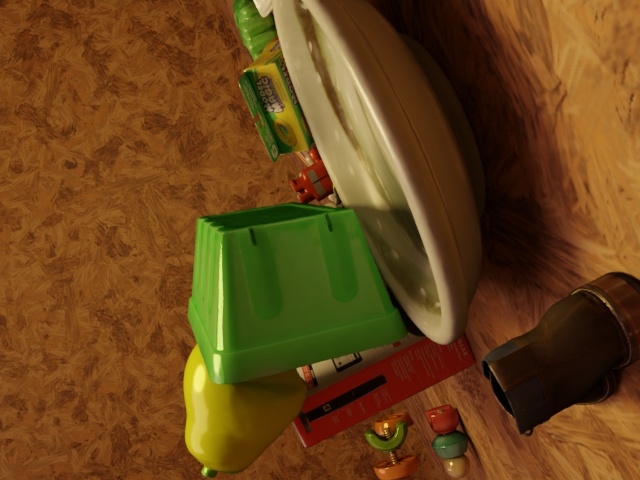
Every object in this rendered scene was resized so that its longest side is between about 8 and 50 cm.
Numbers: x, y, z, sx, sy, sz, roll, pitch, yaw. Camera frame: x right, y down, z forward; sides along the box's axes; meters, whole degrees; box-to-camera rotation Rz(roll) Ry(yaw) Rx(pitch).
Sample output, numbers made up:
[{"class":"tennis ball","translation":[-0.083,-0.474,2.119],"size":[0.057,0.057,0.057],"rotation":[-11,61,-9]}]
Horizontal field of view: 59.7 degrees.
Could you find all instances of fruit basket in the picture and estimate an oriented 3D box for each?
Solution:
[{"class":"fruit basket","translation":[-0.070,0.141,0.796],"size":[0.392,0.282,0.393],"rotation":[169,90,-74]}]

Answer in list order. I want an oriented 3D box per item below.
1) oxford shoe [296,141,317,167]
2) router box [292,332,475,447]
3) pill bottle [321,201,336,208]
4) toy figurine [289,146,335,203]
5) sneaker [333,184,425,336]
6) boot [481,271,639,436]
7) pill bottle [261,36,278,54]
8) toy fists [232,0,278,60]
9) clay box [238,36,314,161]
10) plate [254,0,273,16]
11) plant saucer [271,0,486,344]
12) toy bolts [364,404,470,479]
[{"class":"oxford shoe","translation":[-0.033,-0.262,1.139],"size":[0.272,0.096,0.098],"rotation":[66,171,-11]},{"class":"router box","translation":[0.072,0.194,1.015],"size":[0.335,0.301,0.082],"rotation":[-127,11,-78]},{"class":"pill bottle","translation":[0.000,0.000,1.203],"size":[0.136,0.245,0.137],"rotation":[155,90,-87]},{"class":"toy figurine","translation":[0.018,-0.122,1.004],"size":[0.213,0.148,0.210],"rotation":[59,180,41]},{"class":"sneaker","translation":[0.100,-0.004,0.844],"size":[0.121,0.111,0.300],"rotation":[-107,-6,-83]},{"class":"boot","translation":[0.169,0.100,0.434],"size":[0.219,0.106,0.082],"rotation":[71,173,-60]},{"class":"pill bottle","translation":[-0.050,-0.304,0.975],"size":[0.184,0.103,0.103],"rotation":[-123,8,-65]},{"class":"toy fists","translation":[-0.106,-0.409,1.233],"size":[0.279,0.096,0.142],"rotation":[66,-173,-46]},{"class":"clay box","translation":[-0.032,-0.218,0.788],"size":[0.128,0.053,0.222],"rotation":[67,-149,-32]},{"class":"plate","translation":[-0.093,-0.462,0.741],"size":[0.277,0.045,0.278],"rotation":[65,169,-17]},{"class":"plant saucer","translation":[0.074,-0.093,0.579],"size":[0.400,0.100,0.401],"rotation":[155,90,-88]},{"class":"toy bolts","translation":[0.237,0.496,1.323],"size":[0.218,0.228,0.159],"rotation":[52,-158,-79]}]
